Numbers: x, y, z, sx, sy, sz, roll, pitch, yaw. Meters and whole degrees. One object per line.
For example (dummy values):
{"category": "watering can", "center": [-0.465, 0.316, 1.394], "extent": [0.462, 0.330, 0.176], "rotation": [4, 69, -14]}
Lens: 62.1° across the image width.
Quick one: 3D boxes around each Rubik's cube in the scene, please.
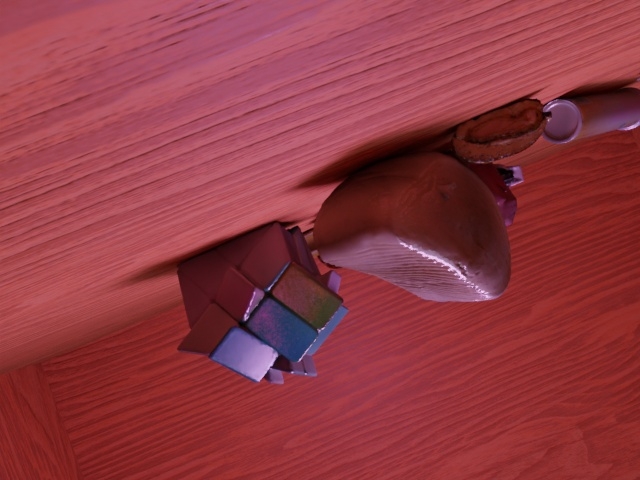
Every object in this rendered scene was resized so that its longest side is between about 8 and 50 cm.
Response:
{"category": "Rubik's cube", "center": [-0.129, 0.153, 1.280], "extent": [0.388, 0.367, 0.358], "rotation": [-22, 159, 12]}

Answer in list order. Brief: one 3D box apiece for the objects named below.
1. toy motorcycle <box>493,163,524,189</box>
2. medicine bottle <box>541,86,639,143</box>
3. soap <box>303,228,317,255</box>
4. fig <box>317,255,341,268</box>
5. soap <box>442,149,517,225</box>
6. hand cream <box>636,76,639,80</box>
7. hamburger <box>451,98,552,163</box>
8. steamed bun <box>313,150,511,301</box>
{"category": "toy motorcycle", "center": [0.360, -0.141, 1.346], "extent": [0.188, 0.143, 0.327], "rotation": [-23, -171, -36]}
{"category": "medicine bottle", "center": [0.632, -0.290, 1.222], "extent": [0.426, 0.108, 0.108], "rotation": [-17, 174, -41]}
{"category": "soap", "center": [0.000, 0.000, 1.793], "extent": [0.274, 0.089, 0.173], "rotation": [-26, 175, 31]}
{"category": "fig", "center": [0.072, -0.005, 2.001], "extent": [0.159, 0.159, 0.257], "rotation": [-24, -162, 25]}
{"category": "soap", "center": [0.268, -0.084, 1.197], "extent": [0.127, 0.220, 0.325], "rotation": [-31, -178, -39]}
{"category": "hand cream", "center": [0.738, -0.372, 1.109], "extent": [0.080, 0.050, 0.234], "rotation": [-24, -179, 15]}
{"category": "hamburger", "center": [0.318, -0.184, 0.957], "extent": [0.176, 0.087, 0.102], "rotation": [-25, 175, 2]}
{"category": "steamed bun", "center": [0.181, -0.034, 0.988], "extent": [0.384, 0.236, 0.247], "rotation": [24, 157, -36]}
